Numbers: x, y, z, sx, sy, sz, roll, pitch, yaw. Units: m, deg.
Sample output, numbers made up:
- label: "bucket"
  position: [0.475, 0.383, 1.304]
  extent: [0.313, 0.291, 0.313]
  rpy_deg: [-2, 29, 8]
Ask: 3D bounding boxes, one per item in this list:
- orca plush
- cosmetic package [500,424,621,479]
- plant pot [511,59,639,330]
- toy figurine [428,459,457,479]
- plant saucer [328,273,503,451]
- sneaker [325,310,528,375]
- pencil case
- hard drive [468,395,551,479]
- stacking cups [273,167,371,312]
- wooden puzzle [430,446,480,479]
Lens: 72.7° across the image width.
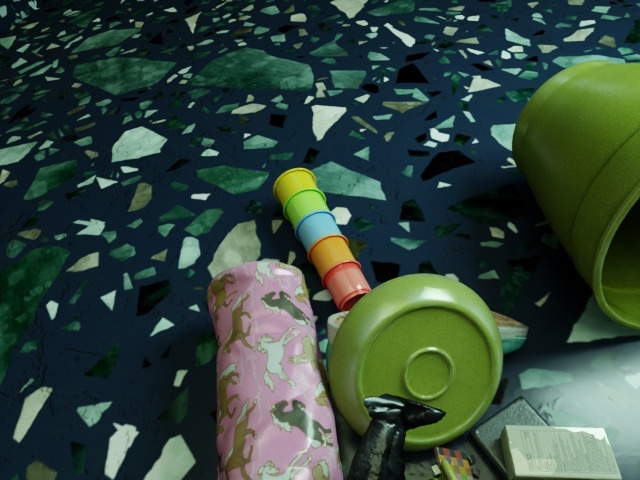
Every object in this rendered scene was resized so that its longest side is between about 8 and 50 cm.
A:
- label: "orca plush"
  position: [0.073, 0.305, 0.419]
  extent: [0.102, 0.151, 0.287]
  rpy_deg: [15, 81, 53]
- label: "cosmetic package"
  position: [0.283, 0.259, 0.523]
  extent: [0.115, 0.041, 0.060]
  rpy_deg: [-1, 49, 9]
- label: "plant pot"
  position: [0.494, -0.116, 0.674]
  extent: [0.366, 0.366, 0.353]
  rpy_deg: [-12, 36, -1]
- label: "toy figurine"
  position: [0.129, 0.415, 0.357]
  extent: [0.217, 0.191, 0.362]
  rpy_deg: [-31, 50, -10]
- label: "plant saucer"
  position: [0.131, 0.164, 0.553]
  extent: [0.241, 0.241, 0.037]
  rpy_deg: [-20, 10, -8]
- label: "sneaker"
  position: [0.153, 0.164, 0.631]
  extent: [0.302, 0.121, 0.108]
  rpy_deg: [0, 10, -11]
- label: "pencil case"
  position: [-0.074, 0.208, 0.588]
  extent: [0.167, 0.160, 0.386]
  rpy_deg: [1, 47, -14]
- label: "hard drive"
  position: [0.271, 0.279, 0.552]
  extent: [0.094, 0.022, 0.135]
  rpy_deg: [-27, 50, -13]
- label: "stacking cups"
  position: [0.000, 0.000, 0.813]
  extent: [0.096, 0.096, 0.316]
  rpy_deg: [-20, 54, -8]
- label: "wooden puzzle"
  position: [0.169, 0.287, 0.543]
  extent: [0.083, 0.006, 0.049]
  rpy_deg: [22, 36, -21]
